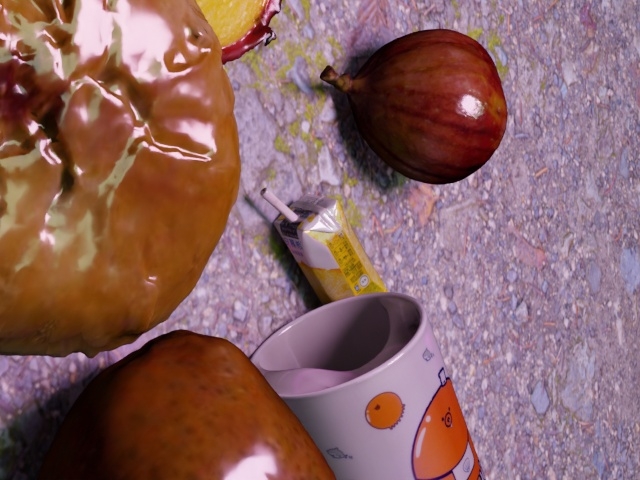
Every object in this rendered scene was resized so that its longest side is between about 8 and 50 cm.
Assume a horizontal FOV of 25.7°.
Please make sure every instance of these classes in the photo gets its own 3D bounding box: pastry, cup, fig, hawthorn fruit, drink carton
[{"bbox_3d":[-0.258,-0.081,1.160,0.409,0.245,0.410,-9,105,-37],"label":"pastry"},{"bbox_3d":[0.069,0.247,1.593,0.212,0.212,0.317,-45,122,-45],"label":"cup"},{"bbox_3d":[0.104,-0.175,1.753,0.249,0.186,0.204,8,50,-10],"label":"fig"},{"bbox_3d":[-0.117,0.248,1.286,0.308,0.308,0.325,23,75,-48],"label":"hawthorn fruit"},{"bbox_3d":[0.000,0.000,1.642,0.074,0.084,0.200,-41,120,-21],"label":"drink carton"}]

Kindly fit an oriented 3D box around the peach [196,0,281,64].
[{"bbox_3d":[-0.111,-0.292,1.432,0.196,0.190,0.226,-4,63,-15],"label":"peach"}]
